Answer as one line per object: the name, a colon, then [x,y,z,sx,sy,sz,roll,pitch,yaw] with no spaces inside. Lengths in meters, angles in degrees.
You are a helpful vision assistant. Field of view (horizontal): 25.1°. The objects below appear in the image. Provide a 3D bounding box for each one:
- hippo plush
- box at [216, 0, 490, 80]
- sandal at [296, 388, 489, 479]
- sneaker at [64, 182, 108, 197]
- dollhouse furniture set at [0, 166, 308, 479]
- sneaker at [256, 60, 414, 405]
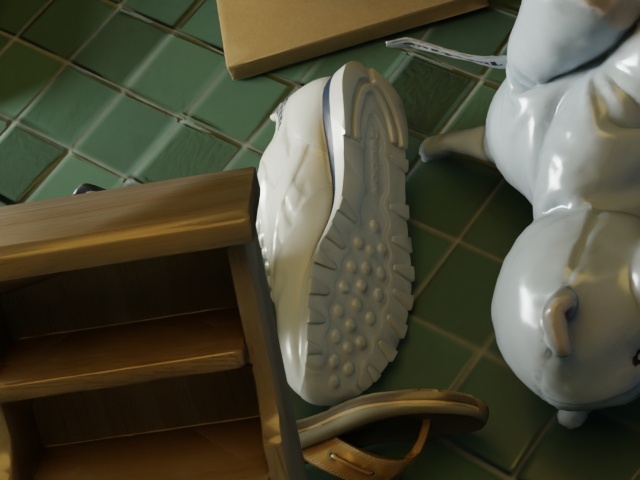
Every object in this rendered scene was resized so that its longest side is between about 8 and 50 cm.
hippo plush: [0.166,-0.034,0.798,0.294,0.234,0.237,-1,55,16]
box: [0.015,-0.212,1.103,0.201,0.021,0.164,-15,53,6]
sandal: [0.013,0.126,0.842,0.180,0.072,0.049,-14,69,10]
sneaker: [-0.167,0.025,0.912,0.234,0.153,0.094,-2,54,16]
dollhouse furniture set: [-0.094,0.165,0.618,0.362,0.257,0.394,-9,23,5]
sneaker: [0.000,0.000,0.932,0.094,0.090,0.235,-17,54,37]
